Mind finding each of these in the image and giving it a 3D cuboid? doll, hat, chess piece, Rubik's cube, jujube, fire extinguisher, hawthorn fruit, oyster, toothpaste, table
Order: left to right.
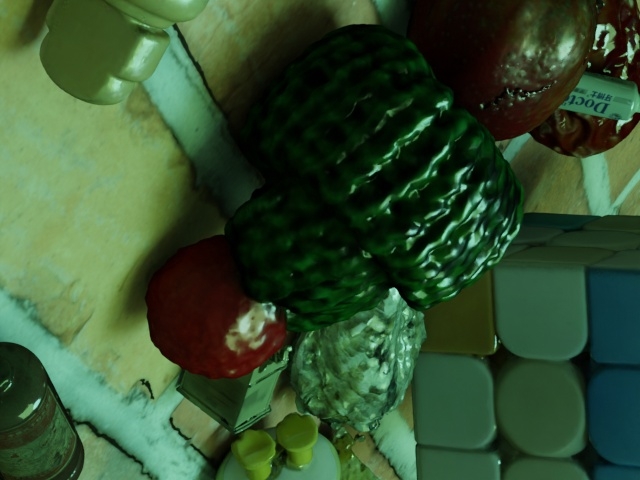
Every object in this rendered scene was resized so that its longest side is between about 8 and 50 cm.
[{"bbox_3d":[-0.231,0.137,1.510,0.075,0.106,0.252,-29,155,-11],"label":"fire extinguisher"},{"bbox_3d":[-0.063,-0.261,1.256,0.397,0.117,0.117,-58,160,12],"label":"chess piece"},{"bbox_3d":[-0.081,0.122,1.868,0.062,0.079,0.083,-29,146,-49],"label":"table"},{"bbox_3d":[-0.053,0.275,2.152,0.141,0.117,0.296,-24,164,-16],"label":"doll"},{"bbox_3d":[0.000,0.000,1.663,0.332,0.242,0.274,-42,143,1],"label":"hat"},{"bbox_3d":[0.049,0.115,2.110,0.198,0.112,0.268,-54,157,-2],"label":"oyster"},{"bbox_3d":[0.149,-0.166,1.804,0.235,0.181,0.181,-59,160,10],"label":"hawthorn fruit"},{"bbox_3d":[0.232,-0.156,1.975,0.041,0.218,0.064,-81,-176,-46],"label":"toothpaste"},{"bbox_3d":[0.273,-0.193,2.073,0.155,0.155,0.230,-47,147,-22],"label":"jujube"},{"bbox_3d":[0.330,0.158,2.310,0.347,0.347,0.344,-17,106,-57],"label":"Rubik's cube"}]

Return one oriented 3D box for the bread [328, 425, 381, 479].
[{"bbox_3d":[0.021,0.318,2.335,0.152,0.147,0.127,-42,170,-14],"label":"bread"}]
